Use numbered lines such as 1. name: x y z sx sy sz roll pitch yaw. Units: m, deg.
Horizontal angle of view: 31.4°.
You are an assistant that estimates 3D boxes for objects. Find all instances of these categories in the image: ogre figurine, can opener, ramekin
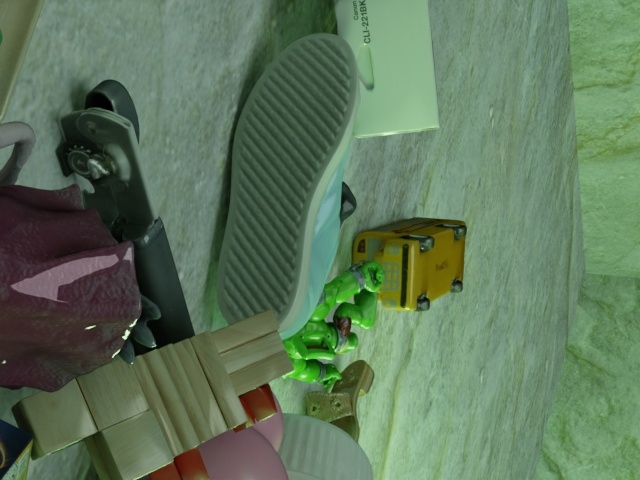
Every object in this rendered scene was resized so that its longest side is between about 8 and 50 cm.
1. ogre figurine: 0.004 0.113 1.452 0.118 0.197 0.097 -4 59 -41
2. can opener: -0.168 -0.013 1.065 0.095 0.076 0.283 -60 148 -45
3. can opener: 0.000 0.000 1.525 0.059 0.073 0.186 158 -54 -71
4. ramekin: -0.036 0.288 1.298 0.109 0.207 0.207 -78 159 -43

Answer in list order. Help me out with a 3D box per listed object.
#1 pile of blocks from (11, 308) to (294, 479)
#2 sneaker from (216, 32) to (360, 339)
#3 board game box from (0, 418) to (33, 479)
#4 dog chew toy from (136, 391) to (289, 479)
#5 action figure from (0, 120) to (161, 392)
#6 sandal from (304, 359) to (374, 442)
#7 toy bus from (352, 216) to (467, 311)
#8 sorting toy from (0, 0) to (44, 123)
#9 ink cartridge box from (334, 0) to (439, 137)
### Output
1. pile of blocks: -0.135 0.153 0.938 0.112 0.149 0.362 66 21 5
2. sneaker: -0.032 -0.058 1.344 0.150 0.135 0.366 44 62 -73
3. board game box: -0.269 0.252 0.784 0.165 0.042 0.243 -59 173 -47
4. dog chew toy: -0.120 0.260 1.095 0.206 0.206 0.332 72 24 -44
5. action figure: -0.281 -0.002 0.643 0.370 0.248 0.276 12 48 -44
6. sandal: 0.009 0.234 1.586 0.079 0.088 0.240 50 33 -17
7. toy bus: 0.143 0.030 1.763 0.333 0.130 0.108 -16 110 -67
8. sorting toy: -0.267 -0.208 0.829 0.208 0.038 0.193 49 50 -60
9. ink cartridge box: 0.085 -0.281 1.472 0.273 0.114 0.197 -85 168 -58
